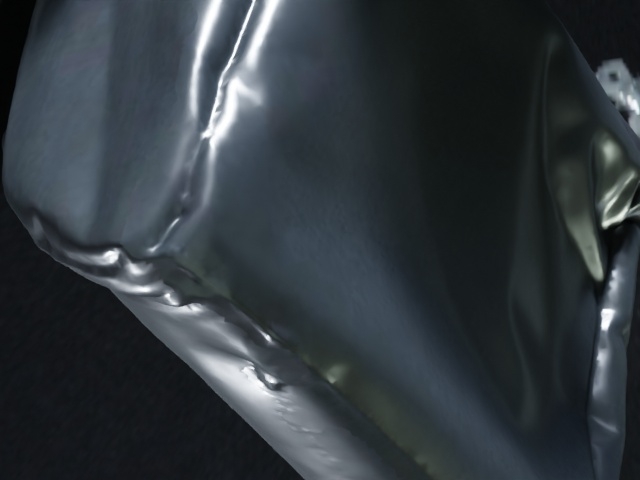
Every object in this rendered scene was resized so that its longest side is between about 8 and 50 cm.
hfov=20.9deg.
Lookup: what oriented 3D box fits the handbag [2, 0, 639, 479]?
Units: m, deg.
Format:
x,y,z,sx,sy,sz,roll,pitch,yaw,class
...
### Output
x,y,z,sx,sy,sz,roll,pitch,yaw,class
-0.002,0.000,0.693,0.177,0.275,0.302,-9,-40,37,handbag
